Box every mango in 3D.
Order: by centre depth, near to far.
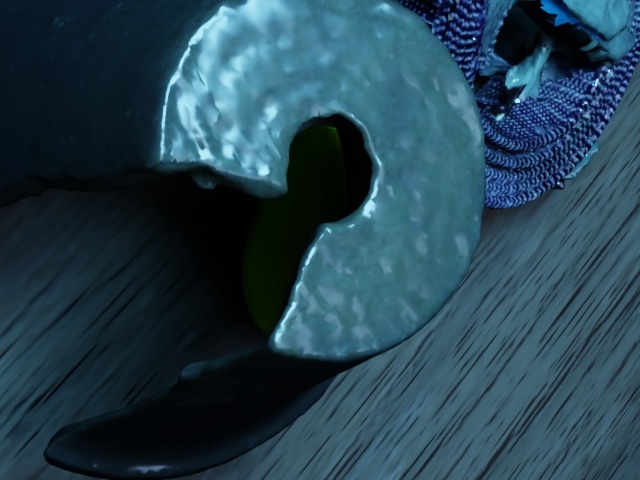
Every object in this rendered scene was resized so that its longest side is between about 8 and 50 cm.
[{"bbox_3d":[0.004,0.003,1.380,0.117,0.089,0.163,29,74,-38],"label":"mango"}]

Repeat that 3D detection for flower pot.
[{"bbox_3d":[-0.051,-0.043,1.152,0.379,0.251,0.379,3,84,-31],"label":"flower pot"}]

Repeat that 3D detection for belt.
[{"bbox_3d":[0.135,-0.159,1.425,0.260,0.122,0.325,-61,148,2],"label":"belt"}]
